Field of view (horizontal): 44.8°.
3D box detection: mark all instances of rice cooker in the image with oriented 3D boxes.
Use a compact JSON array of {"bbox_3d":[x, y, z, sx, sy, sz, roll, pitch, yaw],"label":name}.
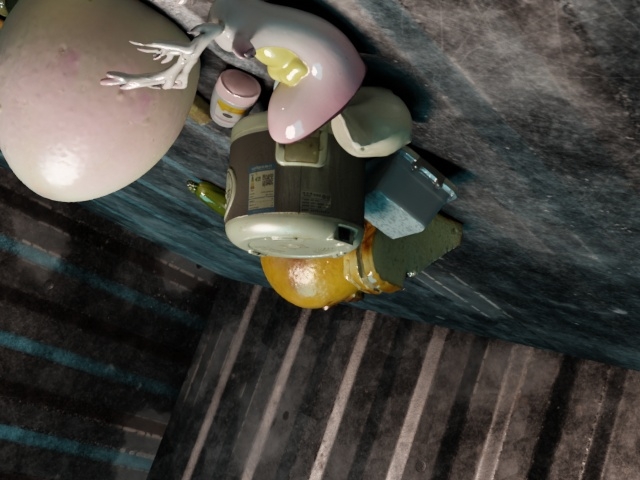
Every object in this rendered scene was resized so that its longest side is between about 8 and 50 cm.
[{"bbox_3d":[-0.047,-0.113,1.506,0.289,0.276,0.288,2,169,0],"label":"rice cooker"}]

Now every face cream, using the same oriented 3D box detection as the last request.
[{"bbox_3d":[-0.171,-0.273,1.513,0.084,0.057,0.198,21,169,-10],"label":"face cream"}]

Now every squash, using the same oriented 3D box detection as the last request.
[{"bbox_3d":[-0.288,-0.108,2.419,0.071,0.080,0.318,-31,143,24],"label":"squash"}]

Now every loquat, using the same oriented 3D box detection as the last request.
[{"bbox_3d":[0.000,0.000,1.928,0.359,0.329,0.328,65,163,0],"label":"loquat"}]

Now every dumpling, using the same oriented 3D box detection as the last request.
[{"bbox_3d":[0.076,-0.208,1.291,0.151,0.124,0.229,56,-157,15],"label":"dumpling"}]

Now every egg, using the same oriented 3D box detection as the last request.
[{"bbox_3d":[-0.425,-0.235,1.390,0.355,0.339,0.354,17,165,5],"label":"egg"}]

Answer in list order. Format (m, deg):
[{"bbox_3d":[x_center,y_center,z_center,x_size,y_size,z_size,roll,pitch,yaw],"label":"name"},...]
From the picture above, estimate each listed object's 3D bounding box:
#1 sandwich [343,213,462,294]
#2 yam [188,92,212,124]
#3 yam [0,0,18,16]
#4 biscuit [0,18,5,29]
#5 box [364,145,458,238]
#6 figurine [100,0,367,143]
[{"bbox_3d":[0.191,0.021,1.791,0.288,0.254,0.100,25,157,-33],"label":"sandwich"},{"bbox_3d":[-0.277,-0.290,1.626,0.054,0.054,0.132,13,167,31],"label":"yam"},{"bbox_3d":[-0.717,-0.484,1.404,0.372,0.083,0.083,17,168,8],"label":"yam"},{"bbox_3d":[-0.647,-0.411,1.549,0.205,0.040,0.309,15,-177,-9],"label":"biscuit"},{"bbox_3d":[0.163,-0.097,1.589,0.162,0.130,0.227,38,164,-10],"label":"box"},{"bbox_3d":[-0.134,-0.274,1.138,0.284,0.206,0.316,-3,152,36],"label":"figurine"}]
